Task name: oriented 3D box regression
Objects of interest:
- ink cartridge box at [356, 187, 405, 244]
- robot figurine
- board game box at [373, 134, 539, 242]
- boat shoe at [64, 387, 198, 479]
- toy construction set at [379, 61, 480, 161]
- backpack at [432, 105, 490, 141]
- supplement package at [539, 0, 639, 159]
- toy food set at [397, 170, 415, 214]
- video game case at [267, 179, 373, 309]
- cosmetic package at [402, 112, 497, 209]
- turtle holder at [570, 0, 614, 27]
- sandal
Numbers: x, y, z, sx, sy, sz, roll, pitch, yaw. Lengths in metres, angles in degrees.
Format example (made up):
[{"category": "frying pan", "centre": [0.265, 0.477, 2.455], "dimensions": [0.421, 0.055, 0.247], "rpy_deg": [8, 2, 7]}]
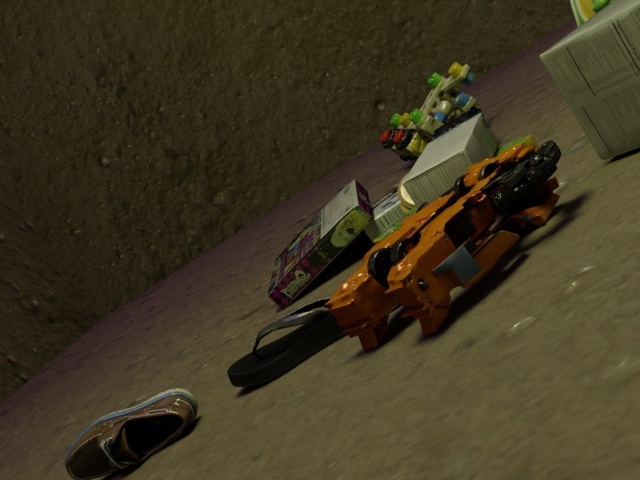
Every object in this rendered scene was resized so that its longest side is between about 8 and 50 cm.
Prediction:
[{"category": "ink cartridge box", "centre": [0.148, -0.070, 1.585], "dimensions": [0.206, 0.045, 0.208], "rpy_deg": [-35, 6, -4]}, {"category": "robot figurine", "centre": [0.145, -0.004, 0.990], "dimensions": [0.291, 0.085, 0.211], "rpy_deg": [-39, 9, -33]}, {"category": "board game box", "centre": [0.199, -0.066, 1.364], "dimensions": [0.259, 0.039, 0.124], "rpy_deg": [-34, 7, -26]}, {"category": "boat shoe", "centre": [-0.236, 0.240, 1.124], "dimensions": [0.183, 0.066, 0.066], "rpy_deg": [-33, 8, 5]}, {"category": "toy construction set", "centre": [0.249, -0.279, 2.102], "dimensions": [0.215, 0.151, 0.327], "rpy_deg": [-58, 0, -1]}, {"category": "backpack", "centre": [0.261, -0.184, 1.677], "dimensions": [0.105, 0.084, 0.114], "rpy_deg": [-31, 4, 12]}, {"category": "supplement package", "centre": [0.399, -0.219, 1.024], "dimensions": [0.194, 0.149, 0.203], "rpy_deg": [-38, 8, -32]}, {"category": "toy food set", "centre": [0.163, -0.079, 1.465], "dimensions": [0.083, 0.083, 0.020], "rpy_deg": [-15, -33, 8]}, {"category": "video game case", "centre": [0.000, 0.000, 1.563], "dimensions": [0.210, 0.042, 0.232], "rpy_deg": [-45, 9, 9]}, {"category": "cosmetic package", "centre": [0.192, -0.112, 1.332], "dimensions": [0.099, 0.060, 0.239], "rpy_deg": [-27, 10, 23]}, {"category": "turtle holder", "centre": [0.481, -0.380, 1.425], "dimensions": [0.320, 0.227, 0.243], "rpy_deg": [-37, 8, -25]}, {"category": "sandal", "centre": [-0.007, 0.096, 1.113], "dimensions": [0.255, 0.054, 0.097], "rpy_deg": [-32, 7, 15]}]
